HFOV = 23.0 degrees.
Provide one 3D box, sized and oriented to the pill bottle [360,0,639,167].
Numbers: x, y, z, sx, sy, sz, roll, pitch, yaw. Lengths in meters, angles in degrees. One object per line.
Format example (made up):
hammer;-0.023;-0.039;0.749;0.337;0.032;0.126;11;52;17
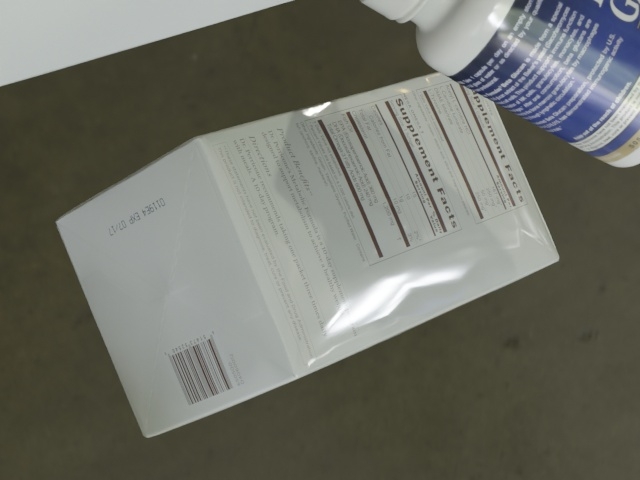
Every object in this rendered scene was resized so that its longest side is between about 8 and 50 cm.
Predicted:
pill bottle;0.109;-0.114;0.811;0.169;0.094;0.094;26;48;-15

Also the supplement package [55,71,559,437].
supplement package;0.000;0.000;0.905;0.244;0.139;0.134;-20;86;-46

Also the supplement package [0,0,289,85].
supplement package;-0.123;-0.180;0.386;0.262;0.199;0.198;29;36;33
